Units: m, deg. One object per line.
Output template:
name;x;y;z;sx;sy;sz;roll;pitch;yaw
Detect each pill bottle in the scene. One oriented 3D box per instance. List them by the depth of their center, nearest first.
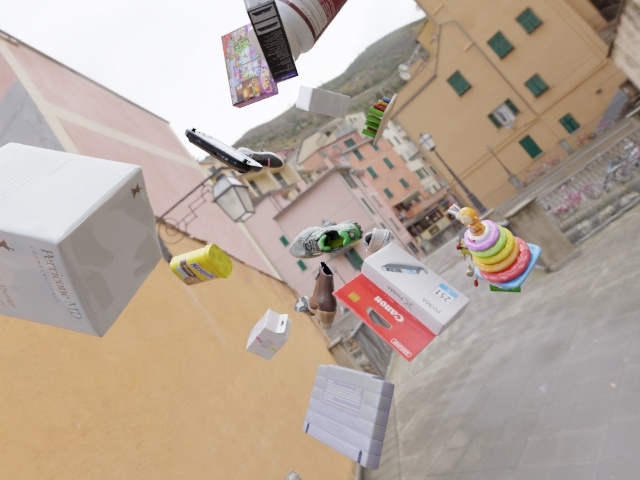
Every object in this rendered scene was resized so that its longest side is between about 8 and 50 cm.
pill bottle;-0.070;-0.824;1.514;0.392;0.224;0.224;-55;-4;-9

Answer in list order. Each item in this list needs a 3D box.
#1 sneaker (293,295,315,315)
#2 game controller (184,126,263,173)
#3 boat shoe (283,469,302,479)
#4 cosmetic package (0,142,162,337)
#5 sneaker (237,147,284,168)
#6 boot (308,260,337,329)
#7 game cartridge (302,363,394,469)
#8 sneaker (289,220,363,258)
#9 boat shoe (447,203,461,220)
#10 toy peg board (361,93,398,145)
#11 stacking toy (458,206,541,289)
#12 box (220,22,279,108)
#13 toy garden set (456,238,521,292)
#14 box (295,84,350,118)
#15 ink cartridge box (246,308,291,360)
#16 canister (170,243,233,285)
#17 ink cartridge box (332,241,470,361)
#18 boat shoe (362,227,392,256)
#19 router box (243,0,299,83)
sneaker;-0.050;0.303;1.935;0.234;0.106;0.078;143;142;-73
game controller;-0.376;-0.351;1.649;0.166;0.319;0.067;-25;-36;-62
boat shoe;-0.068;0.613;0.934;0.123;0.116;0.324;-53;-15;-2
cosmetic package;-0.687;-0.011;1.089;0.327;0.394;0.329;-71;-11;-49
sneaker;-0.368;-0.453;2.462;0.146;0.296;0.104;-71;-7;-53
boot;0.012;0.169;1.481;0.090;0.206;0.248;-1;16;-11
game cartridge;0.076;0.501;1.260;0.355;0.068;0.230;-13;54;59
sneaker;0.000;0.000;1.790;0.344;0.134;0.146;-19;2;32
boat shoe;0.592;-0.105;1.790;0.043;0.137;0.049;-45;-52;11
toy peg board;0.240;-0.511;1.749;0.161;0.079;0.160;107;-170;-52
stacking toy;0.496;0.001;1.253;0.165;0.302;0.175;-54;32;-6
box;-0.286;-0.705;1.698;0.201;0.293;0.057;-10;0;27
toy garden set;0.627;0.083;1.573;0.204;0.244;0.049;-1;36;30
box;0.008;-0.554;1.694;0.171;0.130;0.090;3;-69;-28
ink cartridge box;-0.163;0.301;1.375;0.143;0.090;0.092;-52;17;28
canister;-0.399;0.086;1.414;0.170;0.126;0.073;-16;41;23
ink cartridge box;0.229;0.160;1.208;0.261;0.296;0.066;-30;-34;-34
boat shoe;0.216;0.001;1.721;0.258;0.084;0.095;116;172;-69
router box;-0.160;-0.652;1.218;0.081;0.308;0.243;-19;-30;4
